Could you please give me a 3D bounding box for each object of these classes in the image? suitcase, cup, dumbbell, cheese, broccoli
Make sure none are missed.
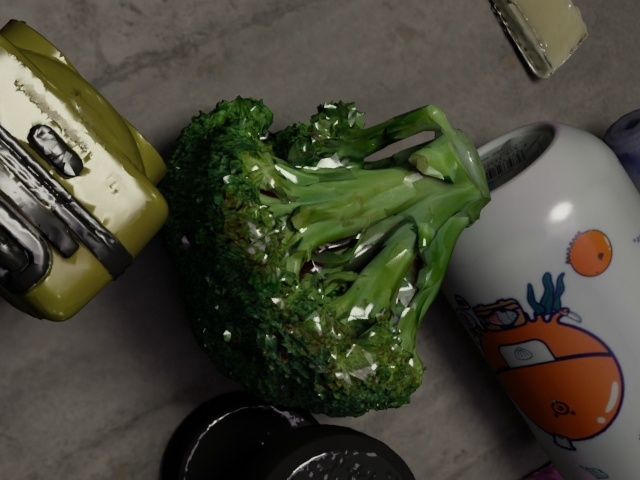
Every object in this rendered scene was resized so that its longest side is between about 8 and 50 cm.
[{"bbox_3d":[-0.221,-0.052,0.741,0.143,0.235,0.194,-48,110,-17],"label":"suitcase"},{"bbox_3d":[0.244,0.054,0.991,0.212,0.212,0.317,-40,106,-20],"label":"cup"},{"bbox_3d":[-0.029,0.215,0.853,0.153,0.218,0.152,-1,92,-25],"label":"dumbbell"},{"bbox_3d":[0.149,-0.347,1.028,0.085,0.034,0.400,-42,109,-19],"label":"cheese"},{"bbox_3d":[0.000,0.000,0.829,0.275,0.308,0.308,-32,109,18],"label":"broccoli"}]

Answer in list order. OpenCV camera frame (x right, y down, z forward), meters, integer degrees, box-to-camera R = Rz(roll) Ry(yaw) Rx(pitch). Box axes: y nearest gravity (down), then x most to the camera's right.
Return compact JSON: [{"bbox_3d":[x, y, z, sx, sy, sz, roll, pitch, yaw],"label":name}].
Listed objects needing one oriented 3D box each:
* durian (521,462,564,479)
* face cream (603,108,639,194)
[{"bbox_3d":[0.373,0.235,1.119,0.260,0.154,0.186,-52,136,-8],"label":"durian"},{"bbox_3d":[0.447,0.024,1.101,0.137,0.234,0.420,-41,110,14],"label":"face cream"}]
